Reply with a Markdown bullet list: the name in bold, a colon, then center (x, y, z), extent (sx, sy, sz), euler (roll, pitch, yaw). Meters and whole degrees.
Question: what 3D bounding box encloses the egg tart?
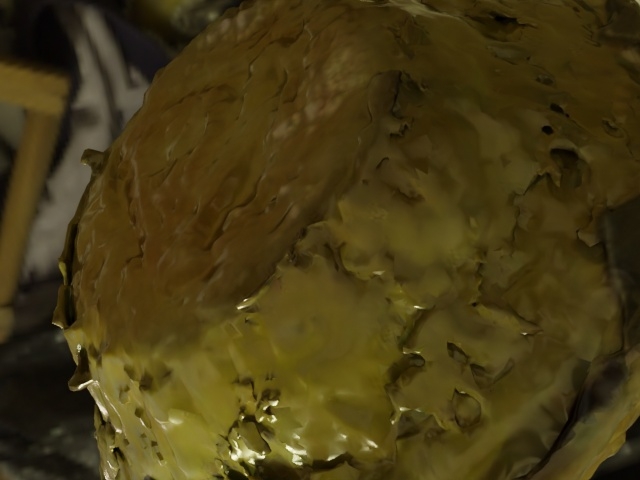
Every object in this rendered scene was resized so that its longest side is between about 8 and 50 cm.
- **egg tart**: center (0.000, 0.001, 0.682), extent (0.341, 0.341, 0.132), euler (-32, 126, 26)
